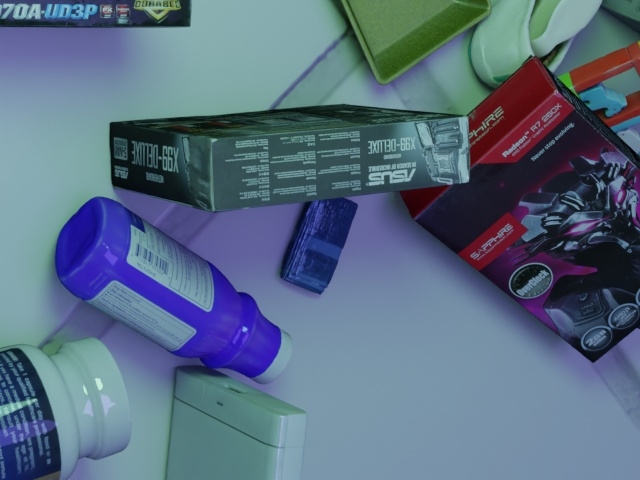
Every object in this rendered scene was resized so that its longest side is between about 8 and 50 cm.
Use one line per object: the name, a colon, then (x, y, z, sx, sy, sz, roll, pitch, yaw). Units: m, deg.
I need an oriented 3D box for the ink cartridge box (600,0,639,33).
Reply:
ink cartridge box: (0.486, -0.256, 1.830, 0.232, 0.189, 0.066, 21, 102, -32)

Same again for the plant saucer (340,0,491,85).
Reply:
plant saucer: (0.091, -0.306, 1.662, 0.188, 0.045, 0.188, -36, 114, -22)

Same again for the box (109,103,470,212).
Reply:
box: (-0.034, -0.094, 1.504, 0.307, 0.242, 0.077, -8, 102, -31)

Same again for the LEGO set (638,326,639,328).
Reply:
LEGO set: (0.461, -0.003, 1.922, 0.182, 0.060, 0.244, -17, 122, -20)

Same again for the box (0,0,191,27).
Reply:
box: (-0.259, -0.233, 1.381, 0.220, 0.175, 0.051, -5, 102, -31)

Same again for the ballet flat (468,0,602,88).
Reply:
ballet flat: (0.330, -0.350, 1.753, 0.139, 0.139, 0.400, 40, 77, -30)

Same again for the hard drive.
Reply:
hard drive: (-0.105, 0.332, 1.534, 0.047, 0.233, 0.353, 2, 97, -33)

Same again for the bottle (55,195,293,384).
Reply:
bottle: (-0.151, 0.064, 1.531, 0.283, 0.118, 0.092, 35, 113, -32)

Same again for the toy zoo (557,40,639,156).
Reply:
toy zoo: (0.412, -0.172, 1.752, 0.293, 0.030, 0.192, -23, 138, 19)

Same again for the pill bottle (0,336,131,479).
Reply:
pill bottle: (-0.333, 0.189, 1.417, 0.264, 0.153, 0.153, -15, 106, -29)

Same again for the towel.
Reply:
towel: (0.000, 0.000, 1.666, 0.067, 0.029, 0.119, 23, 85, -33)

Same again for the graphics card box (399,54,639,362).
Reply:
graphics card box: (0.301, -0.028, 1.753, 0.233, 0.094, 0.371, -42, 123, 16)
